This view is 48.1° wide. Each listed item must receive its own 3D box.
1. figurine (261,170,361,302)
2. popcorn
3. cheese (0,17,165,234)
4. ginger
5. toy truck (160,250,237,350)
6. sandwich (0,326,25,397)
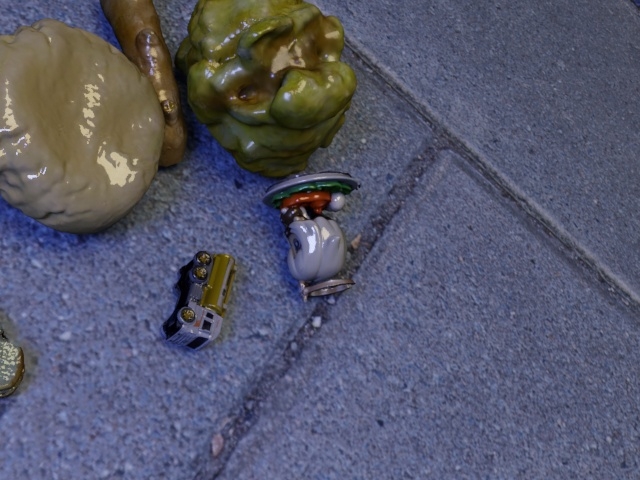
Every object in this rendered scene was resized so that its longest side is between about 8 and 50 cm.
[{"bbox_3d":[0.000,0.000,0.927,0.132,0.132,0.153,-3,77,-34],"label":"figurine"},{"bbox_3d":[-0.078,-0.220,0.924,0.250,0.242,0.235,49,51,6],"label":"popcorn"},{"bbox_3d":[-0.278,-0.126,0.780,0.214,0.117,0.225,37,45,-37],"label":"cheese"},{"bbox_3d":[-0.227,-0.236,0.931,0.065,0.118,0.298,-14,78,-22],"label":"ginger"},{"bbox_3d":[-0.136,0.067,0.830,0.063,0.052,0.123,28,49,-23],"label":"toy truck"},{"bbox_3d":[-0.334,0.106,0.687,0.105,0.036,0.093,22,52,-21],"label":"sandwich"}]
